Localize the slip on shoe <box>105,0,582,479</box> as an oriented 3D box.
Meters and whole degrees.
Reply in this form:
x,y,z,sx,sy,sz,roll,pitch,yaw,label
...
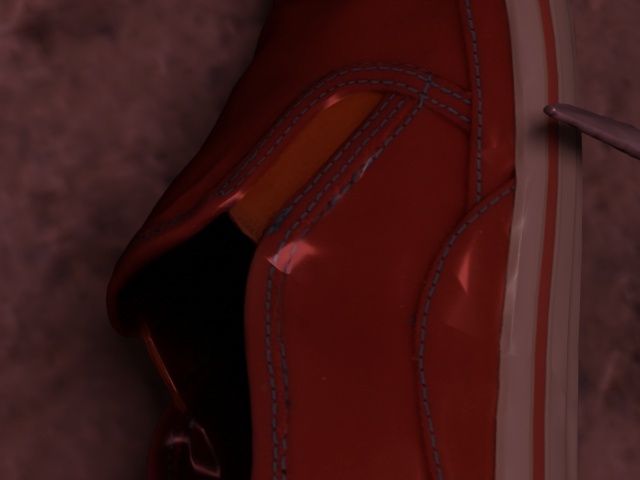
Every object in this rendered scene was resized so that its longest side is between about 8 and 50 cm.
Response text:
x,y,z,sx,sy,sz,roll,pitch,yaw,label
0.000,0.000,0.440,0.101,0.123,0.331,12,56,-14,slip on shoe

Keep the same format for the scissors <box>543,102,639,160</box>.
x,y,z,sx,sy,sz,roll,pitch,yaw,label
0.155,0.002,0.500,0.297,0.021,0.109,-4,62,-58,scissors
